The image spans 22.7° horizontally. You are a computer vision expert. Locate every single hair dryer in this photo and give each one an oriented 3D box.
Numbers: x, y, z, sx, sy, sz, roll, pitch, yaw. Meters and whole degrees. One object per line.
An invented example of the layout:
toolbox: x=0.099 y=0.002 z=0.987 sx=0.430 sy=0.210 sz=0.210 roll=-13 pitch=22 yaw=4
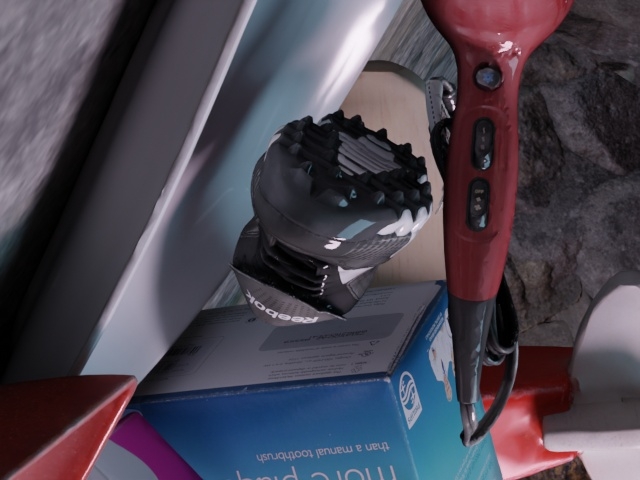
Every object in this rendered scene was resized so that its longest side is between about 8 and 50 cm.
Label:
hair dryer: x=0.089 y=-0.062 z=0.744 sx=0.294 sy=0.080 sz=0.224 roll=80 pitch=6 yaw=-49

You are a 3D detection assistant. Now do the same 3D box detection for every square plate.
square plate: x=-0.031 y=-0.072 z=0.738 sx=0.344 sy=0.049 sz=0.347 roll=-59 pitch=176 yaw=34

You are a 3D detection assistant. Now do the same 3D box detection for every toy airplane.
toy airplane: x=0.068 y=0.111 z=1.160 sx=0.386 sy=0.384 sz=0.272 roll=-55 pitch=-161 yaw=10

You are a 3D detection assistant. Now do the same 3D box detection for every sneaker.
sneaker: x=0.000 y=0.000 z=0.755 sx=0.106 sy=0.078 sz=0.234 roll=-60 pitch=178 yaw=9

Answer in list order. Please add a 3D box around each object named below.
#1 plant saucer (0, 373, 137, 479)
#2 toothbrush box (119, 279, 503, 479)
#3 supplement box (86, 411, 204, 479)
plant saucer: x=-0.193 y=0.175 z=0.576 sx=0.258 sy=0.047 sz=0.259 roll=-59 pitch=171 yaw=29
toothbrush box: x=-0.004 y=0.189 z=0.922 sx=0.126 sy=0.216 sz=0.296 roll=-51 pitch=130 yaw=-58
supplement box: x=-0.141 y=0.204 z=0.792 sx=0.220 sy=0.114 sz=0.111 roll=-46 pitch=179 yaw=8
